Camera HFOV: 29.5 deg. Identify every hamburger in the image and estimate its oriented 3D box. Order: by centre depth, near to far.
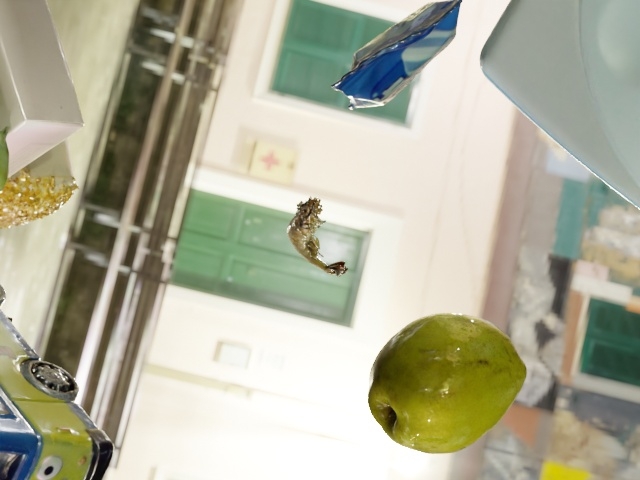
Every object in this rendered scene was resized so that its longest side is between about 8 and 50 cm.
[{"bbox_3d":[-0.498,-0.101,1.780,0.294,0.276,0.179,-164,-107,-68],"label":"hamburger"}]

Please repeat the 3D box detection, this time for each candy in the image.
[{"bbox_3d":[0.098,-0.232,1.540,0.187,0.077,0.331,-36,-177,4],"label":"candy"}]

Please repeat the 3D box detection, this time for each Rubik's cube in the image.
[{"bbox_3d":[0.450,-0.249,1.490,0.352,0.351,0.347,-52,162,24],"label":"Rubik's cube"}]

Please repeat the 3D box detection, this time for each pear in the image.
[{"bbox_3d":[0.236,0.262,2.270,0.253,0.307,0.252,50,-27,38],"label":"pear"}]

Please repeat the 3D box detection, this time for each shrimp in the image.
[{"bbox_3d":[-0.001,0.001,1.897,0.034,0.124,0.178,-38,170,-27],"label":"shrimp"}]

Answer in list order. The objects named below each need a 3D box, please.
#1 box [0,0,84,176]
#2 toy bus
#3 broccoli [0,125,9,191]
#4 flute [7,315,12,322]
[{"bbox_3d":[-0.425,-0.181,1.494,0.252,0.106,0.203,-26,-105,33],"label":"box"},{"bbox_3d":[-0.316,0.125,0.979,0.175,0.288,0.138,14,113,-52],"label":"toy bus"},{"bbox_3d":[-0.493,-0.113,1.262,0.338,0.277,0.317,-54,141,-27],"label":"broccoli"},{"bbox_3d":[-0.514,0.219,1.902,0.269,0.014,0.014,-89,-168,-46],"label":"flute"}]
